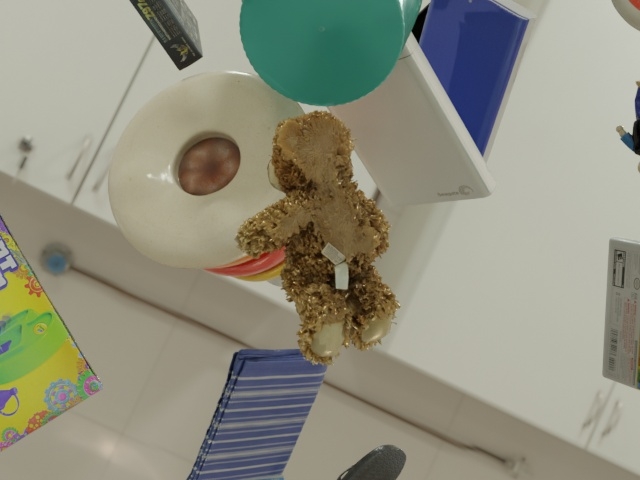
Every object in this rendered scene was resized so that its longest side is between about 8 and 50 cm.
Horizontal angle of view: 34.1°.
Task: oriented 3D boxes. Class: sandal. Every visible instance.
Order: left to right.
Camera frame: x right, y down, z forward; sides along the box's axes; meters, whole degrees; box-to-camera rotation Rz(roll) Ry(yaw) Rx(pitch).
[{"bbox_3d":[0.067,0.511,2.188,0.097,0.254,0.054,55,-5,-33],"label":"sandal"}]

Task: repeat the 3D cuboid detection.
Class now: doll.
[{"bbox_3d":[0.650,-0.221,2.067,0.129,0.189,0.046,5,14,26],"label":"doll"}]

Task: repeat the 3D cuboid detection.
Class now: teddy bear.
[{"bbox_3d":[0.000,0.000,1.405,0.113,0.245,0.338,-12,-72,58],"label":"teddy bear"}]

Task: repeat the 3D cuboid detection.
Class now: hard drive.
[{"bbox_3d":[0.140,-0.209,1.870,0.233,0.047,0.353,-4,-47,41],"label":"hard drive"},{"bbox_3d":[0.261,-0.311,1.917,0.040,0.318,0.210,-21,49,-38],"label":"hard drive"}]

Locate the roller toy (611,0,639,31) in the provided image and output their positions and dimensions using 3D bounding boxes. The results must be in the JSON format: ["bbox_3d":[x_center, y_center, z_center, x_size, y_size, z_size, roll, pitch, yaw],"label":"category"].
[{"bbox_3d":[0.472,-0.344,1.324,0.209,0.191,0.146,-23,-15,33],"label":"roller toy"}]

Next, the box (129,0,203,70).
[{"bbox_3d":[-0.305,-0.449,1.922,0.232,0.059,0.183,54,10,-33],"label":"box"}]

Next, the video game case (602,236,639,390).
[{"bbox_3d":[0.504,0.120,1.562,0.026,0.227,0.206,-3,9,-26],"label":"video game case"}]

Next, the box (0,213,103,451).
[{"bbox_3d":[-0.392,0.073,1.104,0.290,0.177,0.279,60,-19,-5],"label":"box"}]

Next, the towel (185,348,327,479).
[{"bbox_3d":[-0.123,0.354,2.031,0.243,0.336,0.040,4,27,-43],"label":"towel"}]

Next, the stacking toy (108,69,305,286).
[{"bbox_3d":[-0.127,-0.044,1.840,0.350,0.350,0.480,23,-14,24],"label":"stacking toy"}]

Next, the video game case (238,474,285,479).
[{"bbox_3d":[-0.157,0.324,1.207,0.244,0.061,0.269,-7,-8,-5],"label":"video game case"}]

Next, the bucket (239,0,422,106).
[{"bbox_3d":[0.011,-0.345,1.550,0.281,0.281,0.183,26,30,-8],"label":"bucket"}]

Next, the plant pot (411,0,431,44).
[{"bbox_3d":[0.277,-0.379,2.182,0.187,0.188,0.167,42,-12,21],"label":"plant pot"}]
